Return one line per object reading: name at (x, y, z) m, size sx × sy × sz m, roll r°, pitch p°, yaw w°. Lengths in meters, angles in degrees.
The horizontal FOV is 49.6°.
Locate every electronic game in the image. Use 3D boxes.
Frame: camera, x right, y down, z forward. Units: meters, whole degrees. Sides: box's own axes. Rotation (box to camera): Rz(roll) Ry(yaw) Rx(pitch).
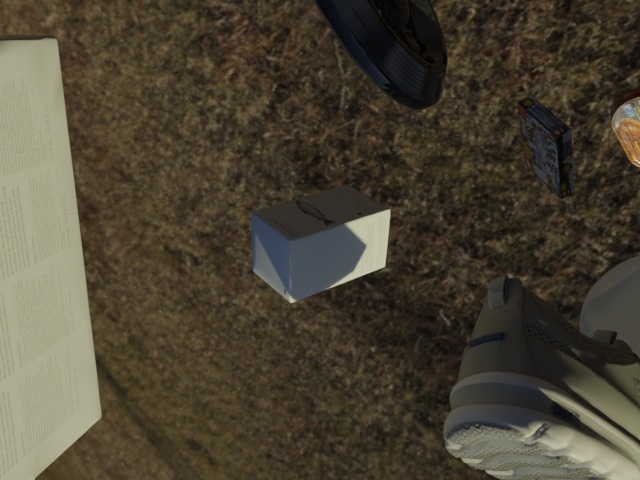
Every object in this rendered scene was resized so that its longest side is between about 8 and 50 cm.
electronic game at (0.043, -0.218, 0.602) m, size 0.048 × 0.229 × 0.229 m, roll -27°, pitch 95°, yaw 29°

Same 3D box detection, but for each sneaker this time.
sneaker at (0.196, 0.115, 0.440) m, size 0.281 × 0.115 × 0.105 m, roll 34°, pitch 146°, yaw -33°

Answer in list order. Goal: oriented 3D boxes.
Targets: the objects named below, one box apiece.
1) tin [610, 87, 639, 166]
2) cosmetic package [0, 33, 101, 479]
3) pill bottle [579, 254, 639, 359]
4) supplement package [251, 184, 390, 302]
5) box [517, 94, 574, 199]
tin at (0.619, -0.211, 1.305) m, size 0.106 × 0.040 × 0.189 m, roll -17°, pitch 133°, yaw 34°
cosmetic package at (-0.301, 0.039, 0.529) m, size 0.097 × 0.284 × 0.377 m, roll 3°, pitch 107°, yaw 13°
pill bottle at (0.474, 0.198, 0.888) m, size 0.224 × 0.224 × 0.392 m, roll 21°, pitch 158°, yaw 45°
supplement package at (0.000, 0.000, 1.021) m, size 0.105 × 0.179 × 0.105 m, roll 35°, pitch 134°, yaw 43°
box at (0.333, -0.136, 1.020) m, size 0.094 × 0.027 × 0.137 m, roll 59°, pitch 178°, yaw 42°
